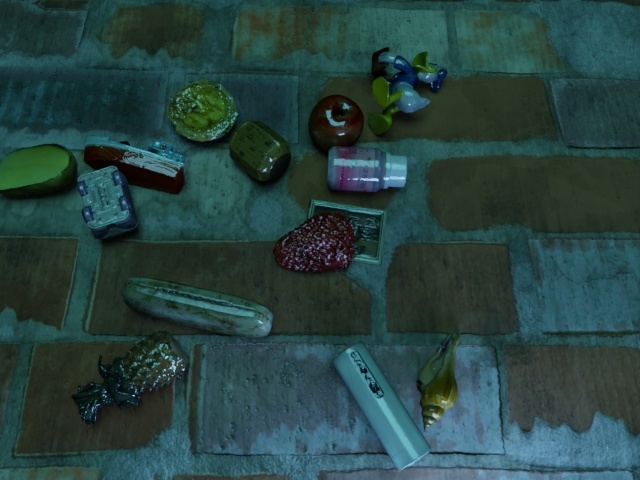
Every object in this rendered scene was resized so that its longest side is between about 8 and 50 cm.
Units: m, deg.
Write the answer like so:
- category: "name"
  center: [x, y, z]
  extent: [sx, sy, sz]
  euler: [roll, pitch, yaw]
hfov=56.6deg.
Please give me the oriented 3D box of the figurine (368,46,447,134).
- category: "figurine"
  center: [0.290, -0.546, 2.060]
  extent: [0.338, 0.204, 0.283]
  euler: [-21, 59, -25]

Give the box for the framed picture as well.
- category: "framed picture"
  center: [0.076, -0.030, 1.856]
  extent: [0.252, 0.014, 0.197]
  euler: [9, 65, 2]

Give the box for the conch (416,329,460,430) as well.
- category: "conch"
  center: [0.335, 0.382, 1.631]
  extent: [0.093, 0.109, 0.330]
  euler: [54, 44, -18]

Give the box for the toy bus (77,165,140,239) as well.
- category: "toy bus"
  center: [-0.638, -0.105, 1.796]
  extent: [0.142, 0.142, 0.202]
  euler: [-18, 65, -10]

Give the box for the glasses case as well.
- category: "glasses case"
  center: [-0.342, 0.188, 1.657]
  extent: [0.425, 0.156, 0.098]
  euler: [12, 63, 4]

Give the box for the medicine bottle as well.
- category: "medicine bottle"
  center: [0.145, -0.225, 1.883]
  extent: [0.247, 0.147, 0.147]
  euler: [3, 64, 0]

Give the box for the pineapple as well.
- category: "pineapple"
  center: [-0.517, 0.362, 1.588]
  extent: [0.310, 0.141, 0.170]
  euler: [-32, 74, -8]

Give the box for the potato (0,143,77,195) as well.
- category: "potato"
  center: [-0.875, -0.204, 1.854]
  extent: [0.272, 0.111, 0.160]
  euler: [-11, 57, 8]

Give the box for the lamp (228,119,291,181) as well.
- category: "lamp"
  center: [-0.193, -0.286, 1.896]
  extent: [0.185, 0.161, 0.161]
  euler: [37, 68, 16]

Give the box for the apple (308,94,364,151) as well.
- category: "apple"
  center: [0.051, -0.377, 1.939]
  extent: [0.181, 0.168, 0.181]
  euler: [3, 61, -5]

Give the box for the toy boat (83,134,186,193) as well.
- category: "toy boat"
  center: [-0.582, -0.263, 1.872]
  extent: [0.332, 0.145, 0.133]
  euler: [14, 64, -2]

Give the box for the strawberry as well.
- category: "strawberry"
  center: [0.000, 0.000, 1.773]
  extent: [0.286, 0.106, 0.188]
  euler: [-17, 65, -9]

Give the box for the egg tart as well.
- category: "egg tart"
  center: [-0.387, -0.424, 1.990]
  extent: [0.252, 0.098, 0.232]
  euler: [19, 71, 11]

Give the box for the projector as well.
- category: "projector"
  center: [0.160, 0.437, 1.583]
  extent: [0.108, 0.108, 0.337]
  euler: [-28, 69, -14]
